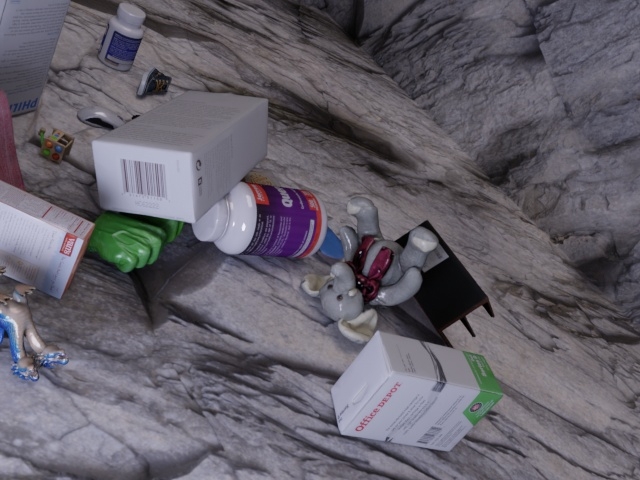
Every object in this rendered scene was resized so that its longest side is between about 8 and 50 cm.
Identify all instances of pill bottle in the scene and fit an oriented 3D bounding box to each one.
[{"bbox_3d":[-0.625,-0.646,2.056,0.112,0.187,0.112,24,31,-15],"label":"pill bottle"},{"bbox_3d":[-0.150,-0.051,1.628,0.323,0.181,0.181,4,40,-40],"label":"pill bottle"}]

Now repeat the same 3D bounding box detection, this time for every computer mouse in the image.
[{"bbox_3d":[-0.568,-0.334,1.791,0.193,0.042,0.106,10,37,-34],"label":"computer mouse"}]

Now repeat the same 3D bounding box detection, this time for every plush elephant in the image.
[{"bbox_3d":[0.095,0.094,1.602,0.255,0.330,0.272,-30,50,-33],"label":"plush elephant"}]

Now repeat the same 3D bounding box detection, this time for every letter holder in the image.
[{"bbox_3d":[0.328,0.135,1.758,0.302,0.152,0.214,59,4,40],"label":"letter holder"}]

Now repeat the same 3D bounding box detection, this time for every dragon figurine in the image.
[{"bbox_3d":[-0.545,0.127,1.082,0.289,0.144,0.085,22,27,21],"label":"dragon figurine"}]

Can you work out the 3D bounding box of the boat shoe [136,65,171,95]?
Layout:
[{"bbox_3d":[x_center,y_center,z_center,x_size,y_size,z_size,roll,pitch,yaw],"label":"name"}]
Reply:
[{"bbox_3d":[-0.522,-0.497,2.054,0.083,0.065,0.183,23,30,-15],"label":"boat shoe"}]

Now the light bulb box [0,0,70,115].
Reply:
[{"bbox_3d":[-0.824,-0.527,1.512,0.358,0.361,0.225,35,28,4],"label":"light bulb box"}]

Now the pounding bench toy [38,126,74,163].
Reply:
[{"bbox_3d":[-0.647,-0.232,1.554,0.083,0.052,0.065,26,30,-11],"label":"pounding bench toy"}]

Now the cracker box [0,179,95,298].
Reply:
[{"bbox_3d":[-0.557,-0.009,1.202,0.232,0.156,0.067,27,29,-11],"label":"cracker box"}]

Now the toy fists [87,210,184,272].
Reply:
[{"bbox_3d":[-0.394,-0.025,1.446,0.142,0.096,0.279,17,29,5],"label":"toy fists"}]

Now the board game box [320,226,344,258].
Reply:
[{"bbox_3d":[0.000,0.000,1.850,0.169,0.033,0.133,48,28,16],"label":"board game box"}]

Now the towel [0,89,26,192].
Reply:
[{"bbox_3d":[-0.706,-0.146,1.212,0.037,0.237,0.329,4,19,26],"label":"towel"}]

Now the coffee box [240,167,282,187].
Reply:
[{"bbox_3d":[-0.226,-0.128,1.754,0.246,0.098,0.141,5,39,-39],"label":"coffee box"}]

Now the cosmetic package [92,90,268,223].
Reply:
[{"bbox_3d":[-0.302,-0.214,1.516,0.230,0.161,0.453,9,28,13],"label":"cosmetic package"}]

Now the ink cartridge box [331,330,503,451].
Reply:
[{"bbox_3d":[0.199,0.323,1.373,0.289,0.211,0.121,17,33,-26],"label":"ink cartridge box"}]
